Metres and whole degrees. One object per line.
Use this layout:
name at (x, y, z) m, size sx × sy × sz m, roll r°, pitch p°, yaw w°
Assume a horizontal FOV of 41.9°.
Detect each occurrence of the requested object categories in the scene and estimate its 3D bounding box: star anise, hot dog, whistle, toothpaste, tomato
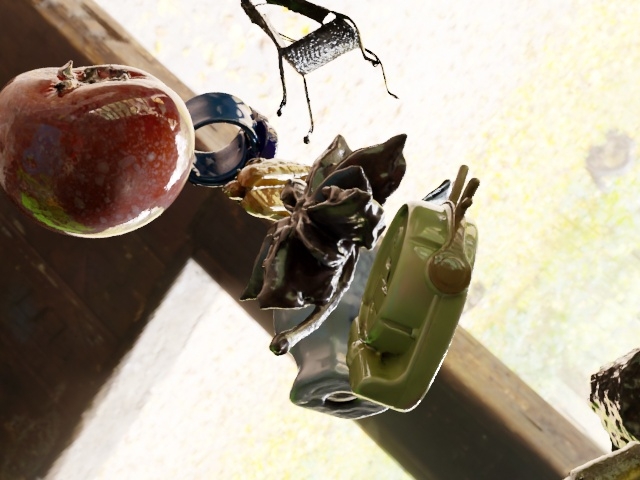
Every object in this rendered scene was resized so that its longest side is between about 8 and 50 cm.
star anise at (0.000, 0.001, 0.765) m, size 0.231 × 0.089 × 0.209 m, roll -66°, pitch -163°, yaw -12°
hot dog at (-0.075, -0.085, 1.417) m, size 0.072 × 0.109 × 0.269 m, roll -10°, pitch 177°, yaw 27°
whistle at (0.264, 0.338, 1.020) m, size 0.326 × 0.068 × 0.057 m, roll -22°, pitch 153°, yaw -10°
toothpaste at (0.269, -0.077, 1.795) m, size 0.069 × 0.047 × 0.268 m, roll -7°, pitch 169°, yaw 17°
tomato at (-0.307, -0.120, 1.123) m, size 0.270 × 0.270 × 0.227 m, roll -23°, pitch 126°, yaw -51°

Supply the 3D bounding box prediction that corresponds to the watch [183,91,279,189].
watch at (-0.199, -0.190, 1.653) m, size 0.200 × 0.171 × 0.196 m, roll 18°, pitch 116°, yaw -33°

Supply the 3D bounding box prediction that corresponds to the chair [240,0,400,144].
chair at (-0.014, -0.260, 1.130) m, size 0.149 × 0.213 × 0.174 m, roll -30°, pitch 160°, yaw 11°

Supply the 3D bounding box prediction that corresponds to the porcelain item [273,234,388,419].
porcelain item at (0.029, 0.108, 1.529) m, size 0.243 × 0.405 × 0.178 m, roll 21°, pitch 138°, yaw -28°

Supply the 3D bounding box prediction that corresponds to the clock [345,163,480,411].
clock at (0.125, 0.047, 1.082) m, size 0.235 × 0.096 × 0.308 m, roll -86°, pitch -164°, yaw -76°

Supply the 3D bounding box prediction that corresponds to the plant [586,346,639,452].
plant at (0.575, 0.286, 1.430) m, size 0.213 × 0.215 × 0.312 m, roll -24°, pitch 167°, yaw -5°
